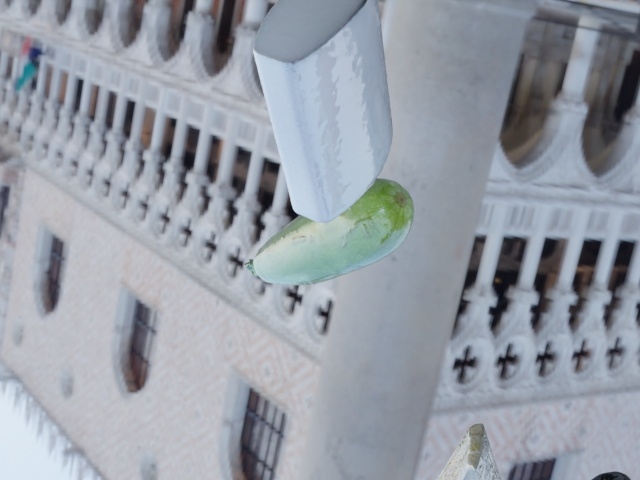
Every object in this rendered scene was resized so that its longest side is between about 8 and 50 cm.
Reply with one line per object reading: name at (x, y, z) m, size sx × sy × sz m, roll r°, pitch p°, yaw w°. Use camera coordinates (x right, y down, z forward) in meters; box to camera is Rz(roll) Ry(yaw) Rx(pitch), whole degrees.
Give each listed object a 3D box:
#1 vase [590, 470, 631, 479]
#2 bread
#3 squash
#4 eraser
vase at (0.366, 0.359, 1.125) m, size 0.060 × 0.211 × 0.060 m, roll -27°, pitch -161°, yaw 10°
bread at (0.172, 0.306, 1.268) m, size 0.105 × 0.152 × 0.077 m, roll -6°, pitch -140°, yaw 19°
squash at (0.003, 0.007, 1.481) m, size 0.118 × 0.118 × 0.370 m, roll 1°, pitch 161°, yaw -39°
eraser at (0.013, -0.167, 1.145) m, size 0.094 × 0.270 × 0.174 m, roll 24°, pitch -119°, yaw 26°
